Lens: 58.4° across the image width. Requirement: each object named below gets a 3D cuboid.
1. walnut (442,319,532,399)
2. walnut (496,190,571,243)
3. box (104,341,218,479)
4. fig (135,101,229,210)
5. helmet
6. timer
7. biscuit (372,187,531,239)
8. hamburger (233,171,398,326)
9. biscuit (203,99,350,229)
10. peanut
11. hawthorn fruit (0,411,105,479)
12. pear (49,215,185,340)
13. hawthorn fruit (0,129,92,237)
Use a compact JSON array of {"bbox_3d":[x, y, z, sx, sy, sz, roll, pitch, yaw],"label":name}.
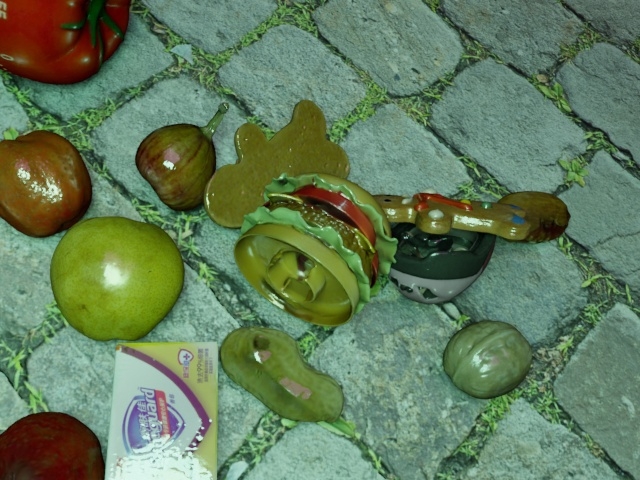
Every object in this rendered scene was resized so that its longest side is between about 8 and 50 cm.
[{"bbox_3d":[0.305,0.217,1.050,0.162,0.140,0.140,-13,67,-30],"label":"walnut"},{"bbox_3d":[0.458,-0.049,1.236,0.207,0.116,0.116,-4,65,-22],"label":"walnut"},{"bbox_3d":[-0.243,0.299,0.902,0.168,0.097,0.265,3,63,-12],"label":"box"},{"bbox_3d":[-0.267,-0.160,1.092,0.149,0.148,0.202,17,70,5],"label":"fig"},{"bbox_3d":[0.227,0.036,1.108,0.198,0.154,0.253,16,17,34],"label":"helmet"},{"bbox_3d":[-0.519,-0.492,1.073,0.279,0.378,0.378,23,61,-4],"label":"timer"},{"bbox_3d":[0.236,-0.058,1.100,0.323,0.049,0.205,6,19,11],"label":"biscuit"},{"bbox_3d":[0.000,0.000,1.014,0.274,0.274,0.212,33,58,4],"label":"hamburger"},{"bbox_3d":[-0.095,-0.139,1.138,0.339,0.047,0.216,-42,110,-28],"label":"biscuit"},{"bbox_3d":[-0.063,0.228,0.973,0.236,0.110,0.120,31,44,2],"label":"peanut"},{"bbox_3d":[-0.400,0.343,0.781,0.189,0.251,0.190,0,89,0],"label":"hawthorn fruit"},{"bbox_3d":[-0.331,0.066,0.939,0.208,0.209,0.209,5,63,-10],"label":"pear"},{"bbox_3d":[-0.492,-0.096,1.002,0.189,0.189,0.189,5,63,-10],"label":"hawthorn fruit"}]
